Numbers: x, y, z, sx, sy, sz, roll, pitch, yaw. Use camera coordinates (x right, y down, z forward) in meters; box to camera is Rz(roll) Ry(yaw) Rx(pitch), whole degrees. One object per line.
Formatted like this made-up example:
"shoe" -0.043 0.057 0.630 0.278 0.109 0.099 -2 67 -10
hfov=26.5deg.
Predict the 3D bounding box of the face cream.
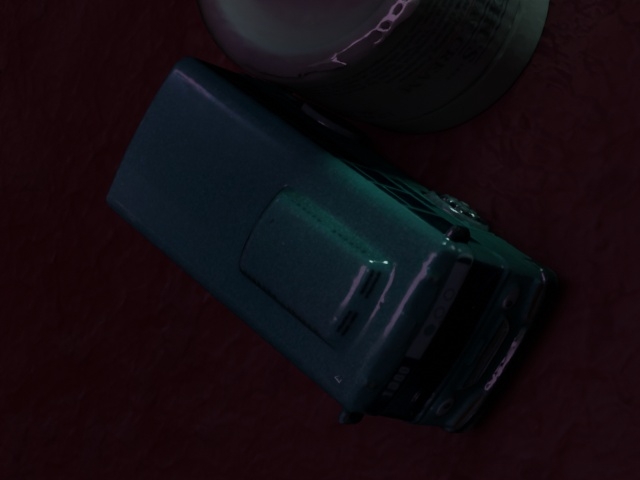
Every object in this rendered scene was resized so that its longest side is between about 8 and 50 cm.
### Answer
"face cream" 0.031 -0.164 0.833 0.177 0.153 0.177 -6 79 33

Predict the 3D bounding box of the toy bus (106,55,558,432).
"toy bus" 0.000 0.000 0.829 0.256 0.147 0.128 38 105 34
